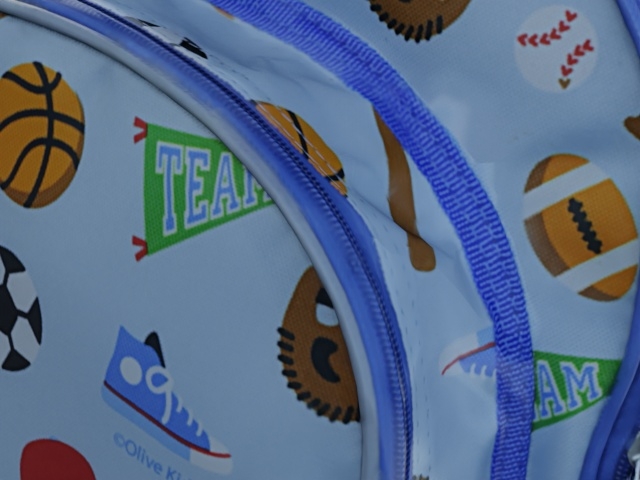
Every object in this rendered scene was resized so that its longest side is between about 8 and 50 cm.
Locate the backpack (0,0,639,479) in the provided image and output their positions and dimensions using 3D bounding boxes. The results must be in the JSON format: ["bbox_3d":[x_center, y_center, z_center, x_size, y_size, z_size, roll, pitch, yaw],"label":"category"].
[{"bbox_3d":[0.000,0.000,0.477,0.276,0.263,0.213,26,23,27],"label":"backpack"}]
